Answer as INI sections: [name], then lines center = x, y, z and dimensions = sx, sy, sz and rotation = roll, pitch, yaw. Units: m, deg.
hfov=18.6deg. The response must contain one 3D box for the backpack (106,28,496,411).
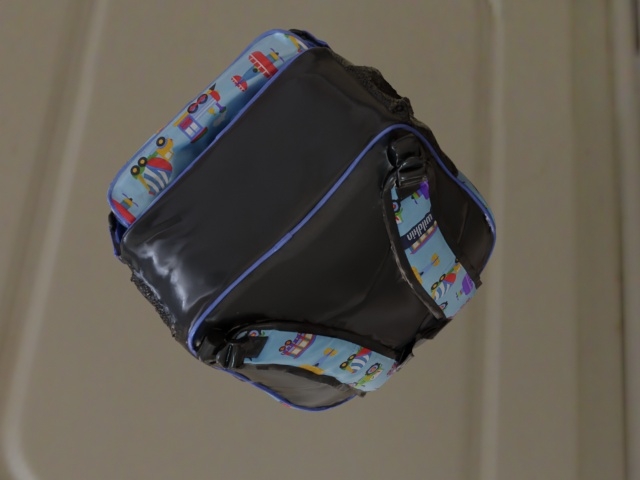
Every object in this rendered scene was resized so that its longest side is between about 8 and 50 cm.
[backpack]
center = 0.000, 0.000, 0.957
dimensions = 0.158, 0.117, 0.173
rotation = -46, 148, 4
